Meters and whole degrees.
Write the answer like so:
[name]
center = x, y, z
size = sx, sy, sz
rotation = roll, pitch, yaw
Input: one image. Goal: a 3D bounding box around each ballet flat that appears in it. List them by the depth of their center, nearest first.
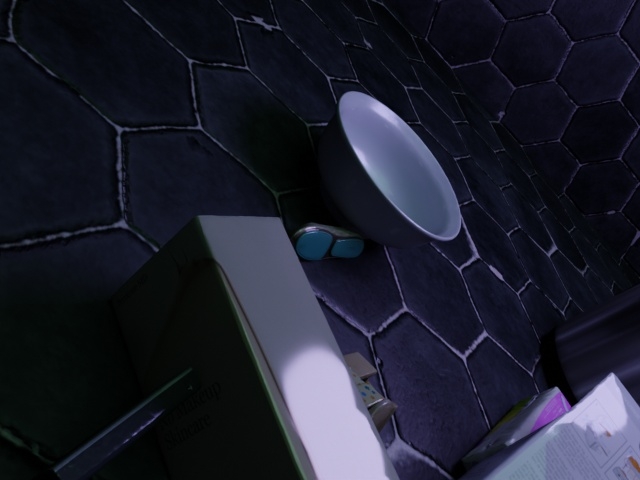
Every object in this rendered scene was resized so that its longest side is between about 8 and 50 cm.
[ballet flat]
center = 0.000, 0.000, 0.844
size = 0.052, 0.057, 0.168
rotation = 39, 17, 34

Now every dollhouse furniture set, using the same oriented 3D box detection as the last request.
[dollhouse furniture set]
center = 0.062, 0.188, 0.614
size = 0.182, 0.101, 0.161
rotation = 41, 23, 30

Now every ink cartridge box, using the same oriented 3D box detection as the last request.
[ink cartridge box]
center = 0.336, 0.386, 0.708
size = 0.385, 0.091, 0.308
rotation = -21, 72, -34

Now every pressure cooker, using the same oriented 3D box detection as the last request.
[pressure cooker]
center = 0.747, 0.263, 1.187
size = 0.370, 0.420, 0.375
rotation = 2, 57, -51

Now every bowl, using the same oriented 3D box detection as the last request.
[bowl]
center = 0.094, -0.095, 0.968
size = 0.298, 0.134, 0.297
rotation = 32, 37, -29

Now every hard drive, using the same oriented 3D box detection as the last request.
[hard drive]
center = -0.161, 0.152, 0.428
size = 0.022, 0.094, 0.135
rotation = 55, 31, 2

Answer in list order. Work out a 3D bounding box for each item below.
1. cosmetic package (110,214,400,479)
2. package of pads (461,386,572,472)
[cosmetic package]
center = -0.059, 0.147, 0.506
size = 0.113, 0.160, 0.309
rotation = -2, 59, -52
[package of pads]
center = 0.359, 0.378, 0.872
size = 0.297, 0.101, 0.229
rotation = -7, 65, -54
